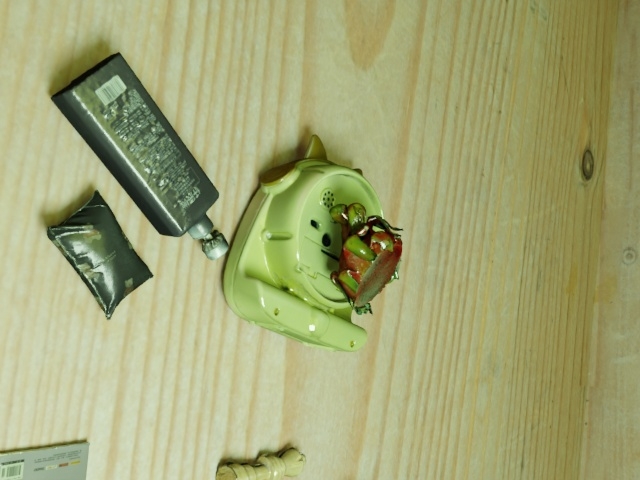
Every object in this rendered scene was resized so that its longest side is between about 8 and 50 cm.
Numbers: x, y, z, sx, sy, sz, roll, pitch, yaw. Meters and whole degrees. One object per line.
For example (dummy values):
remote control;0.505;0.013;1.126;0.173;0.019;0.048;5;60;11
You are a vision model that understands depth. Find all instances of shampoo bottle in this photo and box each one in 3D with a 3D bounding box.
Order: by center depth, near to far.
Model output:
shampoo bottle;-0.222;-0.093;0.788;0.098;0.071;0.309;-53;126;-32

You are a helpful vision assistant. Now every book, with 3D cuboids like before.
book;-0.355;0.346;0.703;0.127;0.014;0.181;8;85;-46

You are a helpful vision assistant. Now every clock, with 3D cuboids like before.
clock;0.000;0.000;0.986;0.286;0.117;0.348;30;70;-43

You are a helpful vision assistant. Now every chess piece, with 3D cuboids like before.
chess piece;-0.089;0.382;0.951;0.172;0.060;0.060;4;88;-48

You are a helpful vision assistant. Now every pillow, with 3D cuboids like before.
pillow;-0.284;0.019;0.744;0.090;0.048;0.150;-41;124;-28

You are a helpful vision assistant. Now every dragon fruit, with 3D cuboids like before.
dragon fruit;0.074;0.021;0.905;0.175;0.142;0.138;63;14;13
